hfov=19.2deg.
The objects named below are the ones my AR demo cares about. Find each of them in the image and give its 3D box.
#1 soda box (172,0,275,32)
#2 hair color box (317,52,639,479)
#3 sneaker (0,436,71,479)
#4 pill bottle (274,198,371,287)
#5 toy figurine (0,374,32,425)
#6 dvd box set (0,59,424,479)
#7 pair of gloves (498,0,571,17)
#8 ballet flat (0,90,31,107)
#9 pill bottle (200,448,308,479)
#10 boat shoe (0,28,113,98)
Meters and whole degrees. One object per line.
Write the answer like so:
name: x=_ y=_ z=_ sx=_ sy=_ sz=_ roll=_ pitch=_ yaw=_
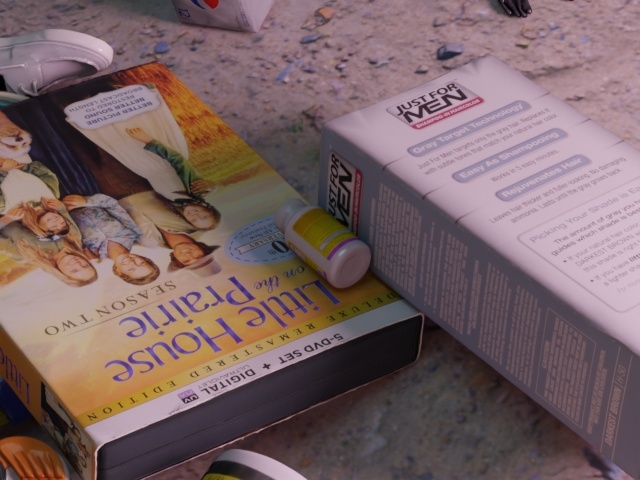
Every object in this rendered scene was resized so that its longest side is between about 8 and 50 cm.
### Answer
soda box: x=-0.056 y=-0.342 z=1.881 sx=0.091 sy=0.098 sz=0.286 roll=10 pitch=55 yaw=26
hair color box: x=0.184 y=0.007 z=1.477 sx=0.185 sy=0.114 sz=0.374 roll=-25 pitch=46 yaw=-31
sneaker: x=-0.213 y=0.285 z=1.422 sx=0.099 sy=0.121 sz=0.262 roll=2 pitch=76 yaw=10
pill bottle: x=0.000 y=0.000 z=1.526 sx=0.043 sy=0.043 sz=0.083 roll=-38 pitch=53 yaw=-15
toy figurine: x=-0.309 y=0.124 z=1.525 sx=0.217 sy=0.191 sz=0.362 roll=-30 pitch=50 yaw=-14
dvd box set: x=-0.158 y=0.011 z=1.581 sx=0.307 sy=0.062 sz=0.420 roll=-20 pitch=45 yaw=-28
pair of gloves: x=0.204 y=-0.242 z=1.777 sx=0.083 sy=0.010 sz=0.074 roll=-22 pitch=49 yaw=0
ballet flat: x=-0.357 y=-0.107 z=1.800 sx=0.248 sy=0.086 sz=0.086 roll=-7 pitch=50 yaw=13
pill bottle: x=-0.080 y=0.266 z=1.373 sx=0.119 sy=0.119 sz=0.208 roll=19 pitch=59 yaw=29
boat shoe: x=-0.289 y=-0.163 z=1.833 sx=0.184 sy=0.066 sz=0.063 roll=1 pitch=66 yaw=15
